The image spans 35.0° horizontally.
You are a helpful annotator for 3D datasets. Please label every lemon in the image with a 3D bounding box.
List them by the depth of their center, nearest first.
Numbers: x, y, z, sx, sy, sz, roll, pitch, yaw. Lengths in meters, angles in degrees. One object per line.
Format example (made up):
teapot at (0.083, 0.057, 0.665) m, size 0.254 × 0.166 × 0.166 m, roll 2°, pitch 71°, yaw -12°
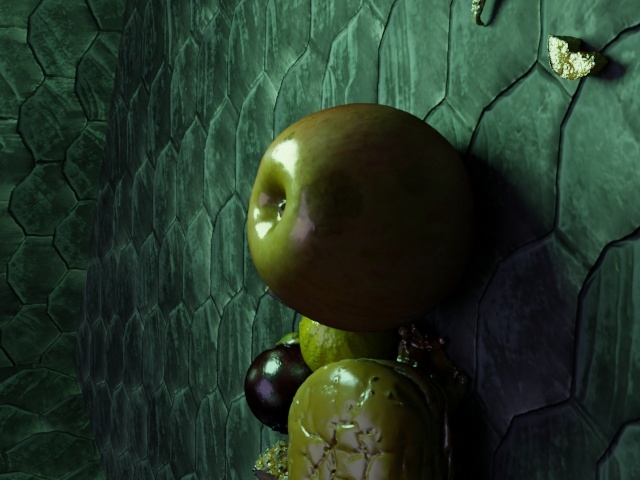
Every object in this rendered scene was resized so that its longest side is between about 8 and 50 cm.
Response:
lemon at (0.046, 0.167, 1.795) m, size 0.180 × 0.180 × 0.193 m, roll 39°, pitch 158°, yaw 56°

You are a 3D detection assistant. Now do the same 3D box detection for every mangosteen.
mangosteen at (-0.051, 0.268, 2.013) m, size 0.194 × 0.194 × 0.230 m, roll -35°, pitch 36°, yaw 60°

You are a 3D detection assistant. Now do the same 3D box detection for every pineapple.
pineapple at (-0.039, 0.463, 2.083) m, size 0.161 × 0.137 × 0.176 m, roll 49°, pitch 157°, yaw -22°

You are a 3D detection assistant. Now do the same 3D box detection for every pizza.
pizza at (0.165, 0.209, 1.678) m, size 0.154 × 0.069 × 0.194 m, roll -58°, pitch 44°, yaw 50°

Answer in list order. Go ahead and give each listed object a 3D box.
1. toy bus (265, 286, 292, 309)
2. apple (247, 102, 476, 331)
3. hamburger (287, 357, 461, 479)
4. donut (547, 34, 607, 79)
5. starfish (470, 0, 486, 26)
toy bus at (0.000, 0.000, 1.828) m, size 0.268 × 0.092 × 0.106 m, roll -59°, pitch 3°, yaw -28°
apple at (0.054, -0.031, 1.584) m, size 0.364 × 0.364 × 0.364 m, roll 10°, pitch 102°, yaw 63°
hamburger at (0.076, 0.330, 1.604) m, size 0.318 × 0.158 × 0.319 m, roll -6°, pitch 81°, yaw 42°
donut at (0.339, -0.242, 1.325) m, size 0.083 × 0.038 × 0.067 m, roll -7°, pitch 84°, yaw 59°
starfish at (0.262, -0.433, 1.452) m, size 0.247 × 0.050 × 0.138 m, roll 130°, pitch 129°, yaw -58°
